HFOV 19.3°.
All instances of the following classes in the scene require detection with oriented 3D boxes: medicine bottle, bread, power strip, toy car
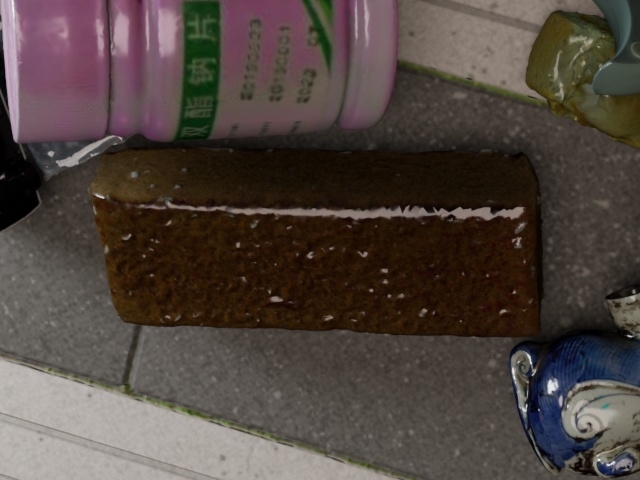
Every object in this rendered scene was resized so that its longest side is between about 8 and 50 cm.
[{"bbox_3d":[-0.110,-0.191,1.631,0.325,0.212,0.212,-3,106,-13],"label":"medicine bottle"},{"bbox_3d":[0.000,0.000,1.754,0.416,0.113,0.165,2,123,9],"label":"bread"},{"bbox_3d":[0.266,-0.199,1.637,0.137,0.216,0.044,-10,145,-24],"label":"power strip"},{"bbox_3d":[-0.342,-0.106,1.768,0.089,0.108,0.210,-32,127,-22],"label":"toy car"},{"bbox_3d":[0.263,-0.142,1.686,0.156,0.110,0.103,23,102,2],"label":"bread"}]

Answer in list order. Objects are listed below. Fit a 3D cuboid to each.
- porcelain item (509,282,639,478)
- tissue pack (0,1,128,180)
[{"bbox_3d":[0.314,0.104,1.731,0.288,0.138,0.186,-20,90,13],"label":"porcelain item"},{"bbox_3d":[-0.240,-0.198,1.772,0.173,0.073,0.235,-25,98,14],"label":"tissue pack"}]
